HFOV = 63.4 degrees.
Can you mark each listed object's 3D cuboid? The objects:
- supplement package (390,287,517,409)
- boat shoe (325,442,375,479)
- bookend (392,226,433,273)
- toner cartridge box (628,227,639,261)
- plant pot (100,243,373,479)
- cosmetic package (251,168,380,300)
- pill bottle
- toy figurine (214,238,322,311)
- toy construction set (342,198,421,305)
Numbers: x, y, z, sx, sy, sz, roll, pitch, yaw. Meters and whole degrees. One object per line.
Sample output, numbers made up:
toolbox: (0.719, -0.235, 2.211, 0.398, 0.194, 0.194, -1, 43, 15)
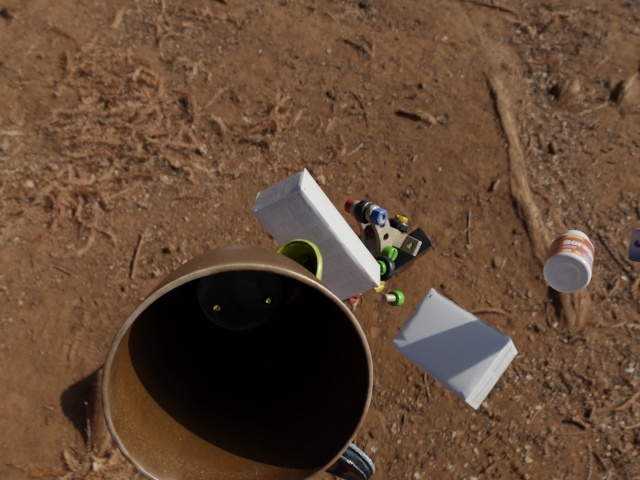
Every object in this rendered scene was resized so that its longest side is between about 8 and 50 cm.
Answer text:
supplement package: (0.371, 0.301, 1.449, 0.261, 0.145, 0.204, 34, 84, 37)
boat shoe: (-0.041, 0.495, 1.207, 0.339, 0.127, 0.113, 30, 41, 3)
bookend: (0.283, 0.041, 1.681, 0.157, 0.156, 0.072, -35, 74, 7)
toner cartridge box: (0.814, 0.029, 1.020, 0.165, 0.348, 0.075, 1, 97, -14)
plant pot: (-0.079, 0.089, 0.520, 0.215, 0.216, 0.230, -11, 18, -6)
cosmetic package: (0.000, 0.000, 0.862, 0.098, 0.239, 0.061, -22, 35, 26)
pill bottle: (0.718, 0.051, 1.490, 0.121, 0.121, 0.216, 25, 34, 18)
toy figurine: (-0.055, 0.203, 0.799, 0.191, 0.217, 0.363, 0, 66, 40)
toy construction set: (0.108, 0.038, 1.325, 0.308, 0.237, 0.258, -6, 81, 40)
